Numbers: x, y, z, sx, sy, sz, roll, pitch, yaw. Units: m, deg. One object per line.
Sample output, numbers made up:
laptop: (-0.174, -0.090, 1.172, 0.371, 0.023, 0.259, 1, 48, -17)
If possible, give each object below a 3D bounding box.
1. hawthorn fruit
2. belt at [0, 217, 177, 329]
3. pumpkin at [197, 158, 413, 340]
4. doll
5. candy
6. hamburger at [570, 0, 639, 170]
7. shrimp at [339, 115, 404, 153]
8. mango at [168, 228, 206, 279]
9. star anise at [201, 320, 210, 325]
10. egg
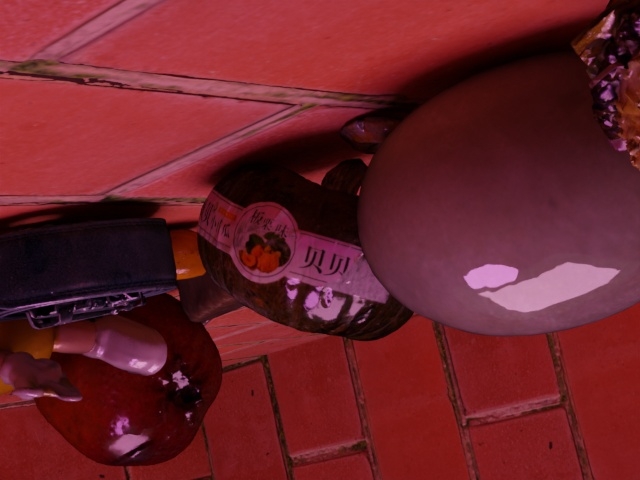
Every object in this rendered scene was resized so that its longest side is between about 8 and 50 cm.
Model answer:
hawthorn fruit: (-0.300, 0.198, 1.910, 0.307, 0.265, 0.265, 1, -177, 43)
belt: (-0.289, 0.038, 1.473, 0.206, 0.116, 0.267, -14, 175, 41)
pumpkin: (0.001, -0.003, 1.392, 0.260, 0.189, 0.260, 23, -176, -2)
doll: (-0.398, 0.126, 1.609, 0.348, 0.161, 0.423, 11, -168, 14)
candy: (-0.124, 0.040, 1.763, 0.102, 0.104, 0.234, -14, 173, -25)
hamburger: (0.314, -0.139, 0.952, 0.243, 0.138, 0.262, -37, 139, 17)
shrimp: (0.070, -0.102, 1.366, 0.101, 0.042, 0.190, 8, 171, 0)
mango: (-0.220, 0.023, 1.649, 0.187, 0.066, 0.101, -8, 180, 5)
star anise: (-0.329, 0.158, 2.108, 0.316, 0.139, 0.359, -5, 159, -38)
egg: (0.206, -0.044, 1.203, 0.352, 0.258, 0.258, -12, 171, 10)
